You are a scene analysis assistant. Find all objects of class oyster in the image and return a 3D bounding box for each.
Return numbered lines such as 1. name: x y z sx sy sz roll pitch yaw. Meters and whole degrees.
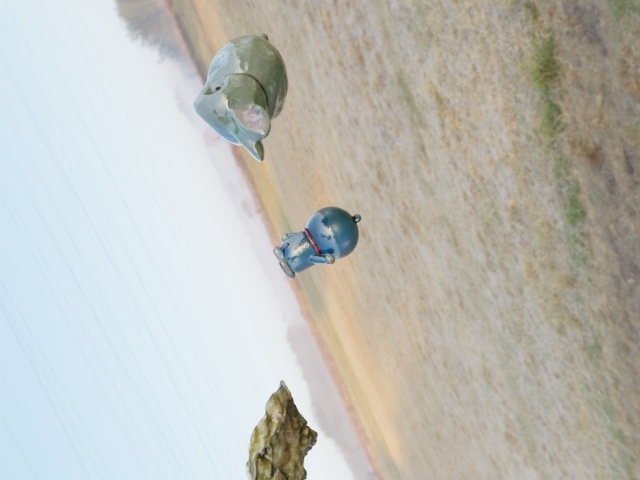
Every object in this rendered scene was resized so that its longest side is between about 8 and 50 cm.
1. oyster: -0.061 0.352 0.950 0.214 0.084 0.222 -71 -23 -49

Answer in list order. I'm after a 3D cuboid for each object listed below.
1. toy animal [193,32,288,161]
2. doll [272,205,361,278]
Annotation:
1. toy animal: -0.104 -0.184 0.780 0.251 0.126 0.127 -95 -11 -60
2. doll: 0.000 0.000 0.957 0.114 0.152 0.085 57 179 44
